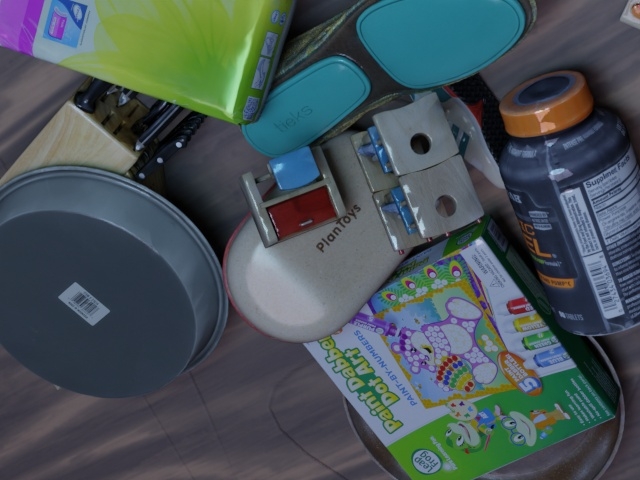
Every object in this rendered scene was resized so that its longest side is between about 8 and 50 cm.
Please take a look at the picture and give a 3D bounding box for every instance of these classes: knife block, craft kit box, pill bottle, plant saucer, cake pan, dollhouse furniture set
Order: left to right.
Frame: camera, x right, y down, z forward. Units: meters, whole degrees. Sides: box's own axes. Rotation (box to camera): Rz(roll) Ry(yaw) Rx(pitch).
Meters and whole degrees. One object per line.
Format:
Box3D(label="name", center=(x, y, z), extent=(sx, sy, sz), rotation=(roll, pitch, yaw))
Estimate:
Box3D(label="knife block", center=(-0.250, -0.121, 1.725), extent=(0.275, 0.088, 0.242), rotation=(3, 120, 16))
Box3D(label="cake pan", center=(-0.245, 0.056, 1.750), extent=(0.293, 0.054, 0.293), rotation=(8, 127, 11))
Box3D(label="dollhouse furniture set", center=(0.037, -0.040, 1.555), extent=(0.183, 0.129, 0.129), rotation=(-21, 88, -11))
Box3D(label="craft kit box", center=(0.144, 0.128, 1.716), extent=(0.246, 0.061, 0.250), rotation=(-29, 108, 32))
Box3D(label="plant saucer", center=(0.179, 0.166, 1.787), extent=(0.310, 0.050, 0.311), rotation=(8, 122, 13))
Box3D(label="pill bottle", center=(0.253, -0.040, 1.591), extent=(0.130, 0.130, 0.246), rotation=(-13, 114, 24))

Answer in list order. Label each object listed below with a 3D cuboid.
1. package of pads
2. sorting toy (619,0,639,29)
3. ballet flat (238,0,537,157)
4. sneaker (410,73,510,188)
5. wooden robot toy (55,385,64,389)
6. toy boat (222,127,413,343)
Box3D(label="package of pads", center=(-0.164, -0.260, 1.555), extent=(0.296, 0.101, 0.229), rotation=(19, 97, 10))
Box3D(label="sorting toy", center=(0.306, -0.225, 1.534), extent=(0.083, 0.012, 0.062), rotation=(23, 124, 3))
Box3D(label="ballet flat", center=(0.060, -0.190, 1.565), extent=(0.348, 0.123, 0.123), rotation=(-26, 110, 36))
Box3D(label="sneaker", center=(0.139, -0.116, 1.634), extent=(0.075, 0.057, 0.161), rotation=(-18, 116, 44))
Box3D(label="wooden robot toy", center=(-0.271, 0.089, 1.886), extent=(0.079, 0.076, 0.173), rotation=(50, 129, 28))
Box3D(label="toy boat", center=(0.000, 0.000, 1.692), extent=(0.151, 0.151, 0.231), rotation=(42, 82, -2))
